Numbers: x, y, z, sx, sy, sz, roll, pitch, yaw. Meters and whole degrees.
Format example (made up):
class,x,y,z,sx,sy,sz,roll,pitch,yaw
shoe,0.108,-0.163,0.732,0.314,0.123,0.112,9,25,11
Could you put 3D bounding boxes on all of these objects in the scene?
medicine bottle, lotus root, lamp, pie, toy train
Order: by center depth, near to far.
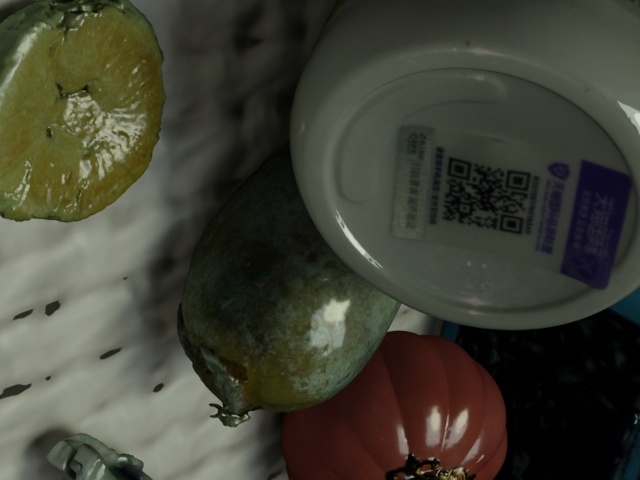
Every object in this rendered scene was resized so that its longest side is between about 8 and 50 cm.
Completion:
class,x,y,z,sx,sy,sz,roll,pitch,yaw
pie,-0.083,-0.042,0.444,0.084,0.020,0.084,-31,134,-38
medicine bottle,0.078,-0.083,0.504,0.215,0.135,0.135,-68,158,-44
lotus root,0.002,0.002,0.546,0.165,0.088,0.088,-61,149,-25
lamp,0.035,0.091,0.638,0.107,0.092,0.107,-10,131,-11
toy train,0.183,0.098,0.781,0.265,0.188,0.300,-9,120,-44

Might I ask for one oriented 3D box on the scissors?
class,x,y,z,sx,sy,sz,roll,pitch,yaw
scissors,-0.067,0.133,0.584,0.101,0.027,0.204,-56,149,-18
